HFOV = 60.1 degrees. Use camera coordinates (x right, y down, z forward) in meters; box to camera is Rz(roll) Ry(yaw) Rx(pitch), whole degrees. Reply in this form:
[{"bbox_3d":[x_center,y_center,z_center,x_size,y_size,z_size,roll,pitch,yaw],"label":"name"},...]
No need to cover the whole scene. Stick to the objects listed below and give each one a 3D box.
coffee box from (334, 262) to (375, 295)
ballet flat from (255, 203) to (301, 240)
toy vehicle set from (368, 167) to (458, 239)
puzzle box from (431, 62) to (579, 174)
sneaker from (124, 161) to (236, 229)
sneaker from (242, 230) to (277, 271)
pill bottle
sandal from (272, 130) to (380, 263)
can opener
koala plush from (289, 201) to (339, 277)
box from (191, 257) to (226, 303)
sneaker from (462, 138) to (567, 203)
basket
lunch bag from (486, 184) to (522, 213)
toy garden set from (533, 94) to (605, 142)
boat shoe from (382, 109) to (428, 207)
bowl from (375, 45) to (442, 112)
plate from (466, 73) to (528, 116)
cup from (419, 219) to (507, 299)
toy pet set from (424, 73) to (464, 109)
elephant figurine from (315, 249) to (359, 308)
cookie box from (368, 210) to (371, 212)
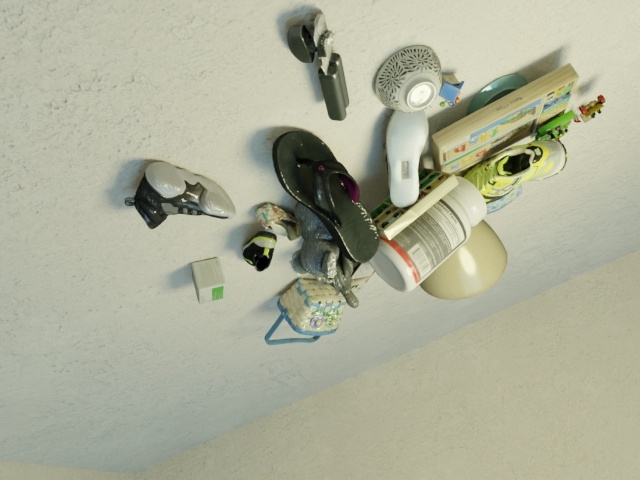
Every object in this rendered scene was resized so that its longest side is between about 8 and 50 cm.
[{"bbox_3d":[0.121,0.066,1.920,0.098,0.141,0.246,-5,147,-30],"label":"coffee box"},{"bbox_3d":[-0.104,-0.040,1.647,0.091,0.077,0.241,-36,149,23],"label":"ballet flat"},{"bbox_3d":[0.258,-0.113,1.632,0.267,0.166,0.035,-39,113,-9],"label":"toy vehicle set"},{"bbox_3d":[0.515,-0.324,1.589,0.409,0.052,0.272,-27,163,7],"label":"puzzle box"},{"bbox_3d":[-0.346,-0.091,1.370,0.153,0.101,0.268,-37,143,25],"label":"sneaker"},{"bbox_3d":[-0.192,0.051,1.667,0.084,0.097,0.235,11,156,-12],"label":"sneaker"},{"bbox_3d":[0.327,-0.026,1.704,0.363,0.210,0.210,-39,155,-16],"label":"pill bottle"},{"bbox_3d":[0.047,-0.114,1.429,0.107,0.167,0.446,5,145,48],"label":"sandal"},{"bbox_3d":[0.007,-0.371,1.199,0.093,0.074,0.280,6,156,19],"label":"can opener"},{"bbox_3d":[0.000,0.000,1.591,0.196,0.221,0.203,7,170,44],"label":"koala plush"},{"bbox_3d":[-0.348,0.126,1.721,0.087,0.102,0.101,-11,150,-18],"label":"box"},{"bbox_3d":[0.548,-0.215,1.703,0.147,0.145,0.384,-1,161,-37],"label":"sneaker"},{"bbox_3d":[-0.056,0.289,2.099,0.254,0.201,0.289,3,132,-40],"label":"basket"},{"bbox_3d":[0.623,-0.174,1.925,0.151,0.096,0.129,-20,152,14],"label":"lunch bag"},{"bbox_3d":[0.766,-0.348,1.710,0.204,0.049,0.244,-31,168,13],"label":"toy garden set"},{"bbox_3d":[0.227,-0.245,1.512,0.113,0.105,0.306,-10,126,-2],"label":"boat shoe"},{"bbox_3d":[0.222,-0.362,1.306,0.170,0.080,0.170,-12,138,-11],"label":"bowl"},{"bbox_3d":[0.501,-0.386,1.557,0.188,0.024,0.188,-17,150,-10],"label":"plate"},{"bbox_3d":[0.462,0.008,1.938,0.331,0.331,0.237,-26,127,5],"label":"cup"},{"bbox_3d":[0.328,-0.366,1.422,0.122,0.065,0.114,-11,149,-23],"label":"toy pet set"},{"bbox_3d":[0.049,0.085,1.794,0.186,0.239,0.169,1,143,-36],"label":"elephant figurine"},{"bbox_3d":[0.207,-0.043,1.832,0.040,0.107,0.092,-31,151,13],"label":"cookie box"}]
